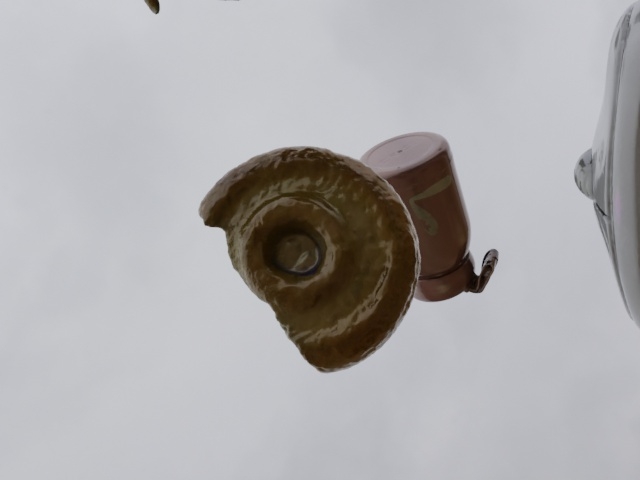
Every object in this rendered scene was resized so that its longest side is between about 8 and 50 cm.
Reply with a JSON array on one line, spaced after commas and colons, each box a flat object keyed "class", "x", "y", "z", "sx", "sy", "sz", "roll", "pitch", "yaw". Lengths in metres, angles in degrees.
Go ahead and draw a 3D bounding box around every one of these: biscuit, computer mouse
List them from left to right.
[{"class": "biscuit", "x": 0.000, "y": 0.000, "z": 0.991, "sx": 0.213, "sy": 0.274, "sz": 0.091, "roll": -42, "pitch": -16, "yaw": -6}, {"class": "computer mouse", "x": 0.226, "y": -0.073, "z": 0.473, "sx": 0.296, "sy": 0.121, "sz": 0.184, "roll": -32, "pitch": -58, "yaw": -29}]

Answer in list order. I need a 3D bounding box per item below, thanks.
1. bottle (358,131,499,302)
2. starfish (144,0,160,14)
[{"class": "bottle", "x": 0.198, "y": -0.032, "z": 1.523, "sx": 0.173, "sy": 0.206, "sz": 0.297, "roll": -56, "pitch": -47, "yaw": -51}, {"class": "starfish", "x": -0.208, "y": -0.347, "z": 0.896, "sx": 0.217, "sy": 0.223, "sz": 0.050, "roll": 66, "pitch": -151, "yaw": -16}]
